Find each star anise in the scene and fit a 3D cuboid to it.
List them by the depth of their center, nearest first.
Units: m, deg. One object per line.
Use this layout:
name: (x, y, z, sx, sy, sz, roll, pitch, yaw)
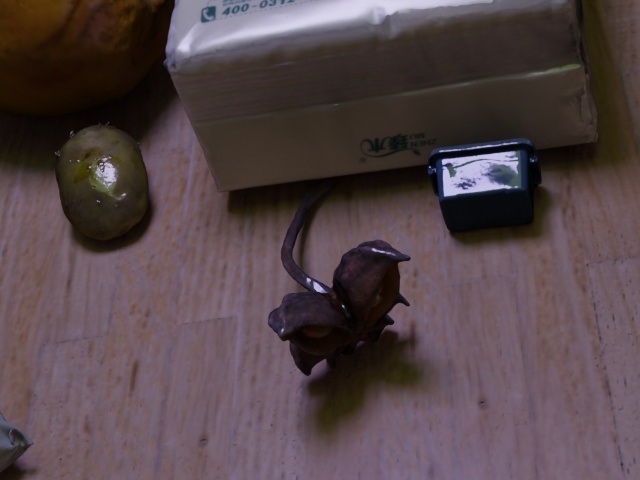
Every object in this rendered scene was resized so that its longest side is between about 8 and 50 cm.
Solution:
star anise: (0.000, 0.000, 1.264, 0.218, 0.148, 0.227, 3, 37, -46)

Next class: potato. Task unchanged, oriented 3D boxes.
potato: (-0.216, -0.062, 1.440, 0.092, 0.070, 0.138, -20, 43, -1)

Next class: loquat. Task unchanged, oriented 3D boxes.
loquat: (-0.294, -0.250, 1.530, 0.284, 0.276, 0.276, -20, 40, 23)

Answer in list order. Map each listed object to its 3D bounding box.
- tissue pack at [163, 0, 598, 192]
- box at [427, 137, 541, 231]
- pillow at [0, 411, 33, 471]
tissue pack: (0.062, -0.221, 1.413, 0.381, 0.207, 0.297, -7, 44, 12)
box: (0.149, -0.046, 1.310, 0.099, 0.074, 0.054, -6, 58, 12)
pillow: (-0.370, 0.143, 1.271, 0.144, 0.078, 0.254, -35, 46, -18)
